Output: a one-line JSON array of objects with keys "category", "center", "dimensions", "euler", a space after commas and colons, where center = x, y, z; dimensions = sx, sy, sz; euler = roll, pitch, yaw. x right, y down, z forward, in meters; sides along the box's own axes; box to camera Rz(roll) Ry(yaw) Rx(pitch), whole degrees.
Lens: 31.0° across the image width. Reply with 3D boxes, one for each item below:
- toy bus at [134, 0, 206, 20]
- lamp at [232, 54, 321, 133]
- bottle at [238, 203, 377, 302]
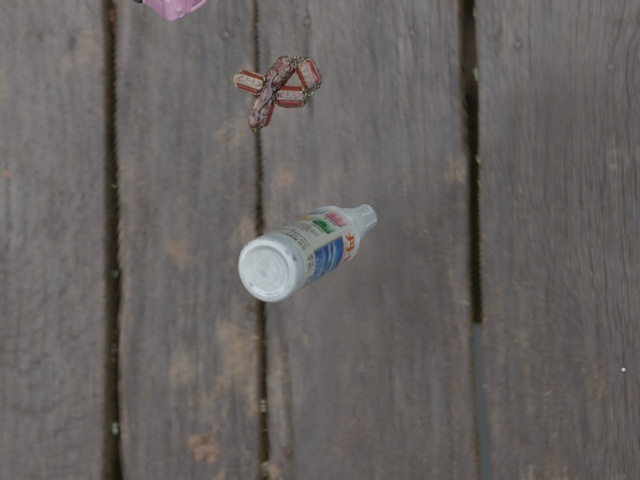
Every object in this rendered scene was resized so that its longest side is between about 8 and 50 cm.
[{"category": "toy bus", "center": [-0.165, -0.256, 0.889], "dimensions": [0.203, 0.090, 0.063], "euler": [40, 62, 17]}, {"category": "lamp", "center": [-0.039, -0.147, 1.122], "dimensions": [0.083, 0.031, 0.063], "euler": [-20, 93, 6]}, {"category": "bottle", "center": [0.000, 0.000, 1.046], "dimensions": [0.060, 0.217, 0.060], "euler": [7, 107, 23]}]
